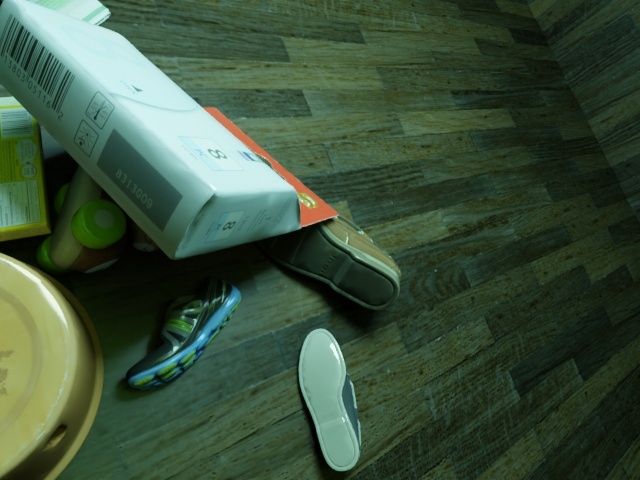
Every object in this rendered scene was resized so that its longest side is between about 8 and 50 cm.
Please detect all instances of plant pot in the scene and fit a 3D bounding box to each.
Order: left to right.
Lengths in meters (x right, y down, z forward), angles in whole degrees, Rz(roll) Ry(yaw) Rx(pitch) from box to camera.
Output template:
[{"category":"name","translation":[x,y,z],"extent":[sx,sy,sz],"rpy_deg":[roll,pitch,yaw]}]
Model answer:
[{"category":"plant pot","translation":[-0.344,0.126,0.420],"extent":[0.290,0.203,0.291],"rpy_deg":[14,62,-28]}]

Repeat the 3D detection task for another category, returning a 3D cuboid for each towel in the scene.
[{"category":"towel","translation":[-0.419,-0.370,0.705],"extent":[0.152,0.023,0.113],"rpy_deg":[36,52,-14]}]

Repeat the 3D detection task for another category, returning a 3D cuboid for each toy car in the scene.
[{"category":"toy car","translation":[-0.232,-0.013,0.601],"extent":[0.188,0.155,0.149],"rpy_deg":[24,57,-38]}]

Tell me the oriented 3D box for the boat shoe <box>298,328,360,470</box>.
[{"category":"boat shoe","translation":[0.017,0.242,0.719],"extent":[0.065,0.075,0.206],"rpy_deg":[49,25,-66]}]

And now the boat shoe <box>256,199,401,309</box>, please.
[{"category":"boat shoe","translation":[0.000,0.000,0.784],"extent":[0.307,0.111,0.104],"rpy_deg":[38,27,-8]}]

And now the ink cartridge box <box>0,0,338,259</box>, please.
[{"category":"ink cartridge box","translation":[-0.138,-0.135,0.593],"extent":[0.308,0.091,0.385],"rpy_deg":[42,23,14]}]

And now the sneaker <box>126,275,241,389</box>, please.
[{"category":"sneaker","translation":[-0.188,0.121,0.626],"extent":[0.078,0.067,0.188],"rpy_deg":[34,54,8]}]

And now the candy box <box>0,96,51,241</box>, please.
[{"category":"candy box","translation":[-0.388,-0.089,0.552],"extent":[0.105,0.027,0.206],"rpy_deg":[-12,63,-18]}]
